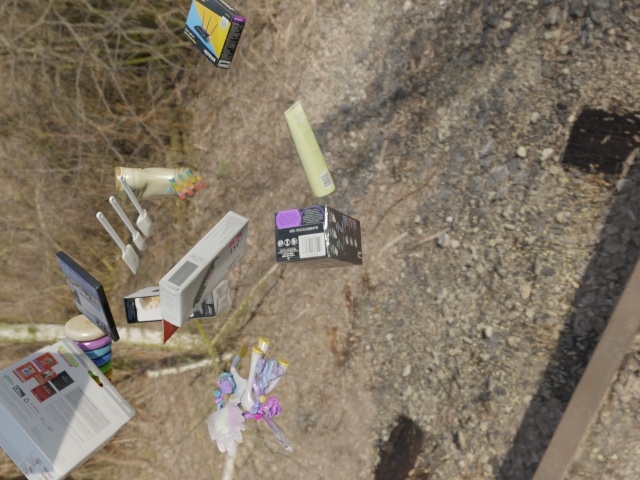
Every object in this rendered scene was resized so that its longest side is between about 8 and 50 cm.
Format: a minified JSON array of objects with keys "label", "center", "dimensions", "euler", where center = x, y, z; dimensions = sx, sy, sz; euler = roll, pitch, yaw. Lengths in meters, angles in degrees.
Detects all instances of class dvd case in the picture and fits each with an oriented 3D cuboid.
[{"label":"dvd case","center":[-0.641,0.160,1.482],"dimensions":[0.180,0.022,0.253],"euler":[32,141,22]}]

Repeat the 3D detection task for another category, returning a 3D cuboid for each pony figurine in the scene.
[{"label":"pony figurine","center":[-0.242,0.554,1.851],"dimensions":[0.351,0.303,0.363],"euler":[29,97,58]}]

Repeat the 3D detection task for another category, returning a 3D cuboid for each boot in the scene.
[{"label":"boot","center":[-0.462,-0.150,1.502],"dimensions":[0.262,0.204,0.095],"euler":[151,114,-72]}]

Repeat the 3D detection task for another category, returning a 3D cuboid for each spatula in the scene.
[{"label":"spatula","center":[-0.493,-0.045,1.370],"dimensions":[0.242,0.019,0.168],"euler":[79,-158,-54]}]

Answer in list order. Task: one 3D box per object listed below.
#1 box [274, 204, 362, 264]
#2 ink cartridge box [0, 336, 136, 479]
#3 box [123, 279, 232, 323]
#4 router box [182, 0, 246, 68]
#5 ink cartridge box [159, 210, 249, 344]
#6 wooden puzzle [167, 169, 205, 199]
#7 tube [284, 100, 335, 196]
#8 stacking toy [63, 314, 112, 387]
[{"label":"box","center":[0.000,0.000,1.524],"dimensions":[0.165,0.270,0.143],"euler":[-7,81,23]},{"label":"ink cartridge box","center":[-0.703,0.452,1.425],"dimensions":[0.309,0.272,0.130],"euler":[47,118,5]},{"label":"box","center":[-0.445,0.192,1.688],"dimensions":[0.169,0.290,0.087],"euler":[-43,-53,-80]},{"label":"router box","center":[-0.265,-0.528,1.322],"dimensions":[0.179,0.046,0.133],"euler":[47,124,30]},{"label":"ink cartridge box","center":[-0.270,0.097,1.255],"dimensions":[0.060,0.275,0.238],"euler":[25,135,12]},{"label":"wooden puzzle","center":[-0.284,-0.117,1.121],"dimensions":[0.006,0.083,0.049],"euler":[-18,105,54]},{"label":"tube","center":[-0.030,-0.228,1.352],"dimensions":[0.070,0.062,0.240],"euler":[43,158,62]},{"label":"stacking toy","center":[-0.717,0.403,1.698],"dimensions":[0.141,0.141,0.330],"euler":[30,125,52]}]
